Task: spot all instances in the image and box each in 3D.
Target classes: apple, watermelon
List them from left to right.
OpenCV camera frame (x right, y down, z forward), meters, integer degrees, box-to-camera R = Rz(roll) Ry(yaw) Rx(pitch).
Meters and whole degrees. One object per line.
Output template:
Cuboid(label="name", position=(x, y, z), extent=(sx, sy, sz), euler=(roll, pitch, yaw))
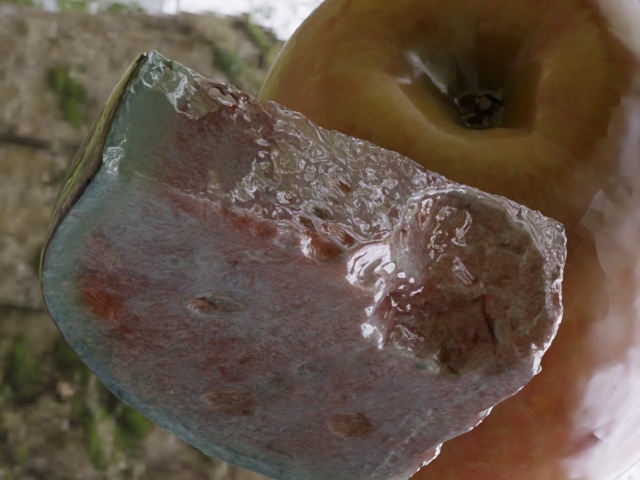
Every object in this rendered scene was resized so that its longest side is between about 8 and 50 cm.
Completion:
Cuboid(label="watermelon", position=(0.000, 0.000, 0.802), extent=(0.318, 0.226, 0.148), euler=(52, 39, -49))
Cuboid(label="apple", position=(0.115, -0.018, 1.161), extent=(0.346, 0.391, 0.391), euler=(67, 19, -55))
